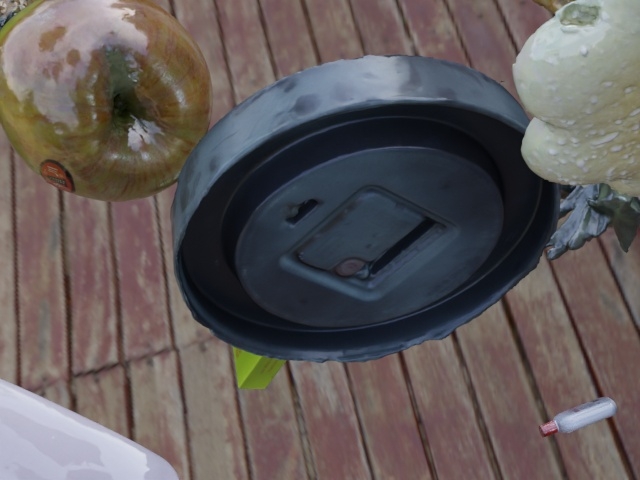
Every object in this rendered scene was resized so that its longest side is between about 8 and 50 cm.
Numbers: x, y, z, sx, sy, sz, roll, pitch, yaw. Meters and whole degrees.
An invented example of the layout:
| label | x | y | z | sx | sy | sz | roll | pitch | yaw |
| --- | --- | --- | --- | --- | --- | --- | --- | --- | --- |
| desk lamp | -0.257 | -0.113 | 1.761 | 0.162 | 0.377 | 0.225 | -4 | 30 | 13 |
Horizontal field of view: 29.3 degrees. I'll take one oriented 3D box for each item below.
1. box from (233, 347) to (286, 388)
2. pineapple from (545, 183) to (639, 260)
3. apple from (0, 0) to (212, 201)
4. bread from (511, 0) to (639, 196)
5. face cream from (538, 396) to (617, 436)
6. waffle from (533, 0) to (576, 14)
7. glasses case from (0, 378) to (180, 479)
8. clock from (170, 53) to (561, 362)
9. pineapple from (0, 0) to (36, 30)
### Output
| label | x | y | z | sx | sy | sz | roll | pitch | yaw |
| --- | --- | --- | --- | --- | --- | --- | --- | --- | --- |
| box | -0.090 | 0.013 | 1.667 | 0.047 | 0.187 | 0.335 | 1 | 60 | -22 |
| pineapple | 0.292 | -0.126 | 1.204 | 0.169 | 0.169 | 0.340 | 13 | 54 | 23 |
| apple | -0.251 | -0.170 | 1.407 | 0.261 | 0.261 | 0.194 | -37 | 37 | -15 |
| bread | 0.203 | -0.085 | 0.647 | 0.182 | 0.251 | 0.039 | -50 | 51 | 32 |
| face cream | 0.273 | 0.190 | 1.307 | 0.083 | 0.040 | 0.021 | -19 | 91 | -9 |
| waffle | 0.336 | -0.370 | 1.513 | 0.091 | 0.213 | 0.308 | -20 | 35 | -14 |
| glasses case | -0.258 | 0.205 | 1.107 | 0.297 | 0.075 | 0.113 | 20 | 56 | 24 |
| clock | 0.037 | -0.016 | 1.010 | 0.325 | 0.325 | 0.067 | -16 | 51 | 2 |
| pineapple | -0.468 | -0.295 | 1.810 | 0.128 | 0.128 | 0.248 | -14 | 31 | 3 |
